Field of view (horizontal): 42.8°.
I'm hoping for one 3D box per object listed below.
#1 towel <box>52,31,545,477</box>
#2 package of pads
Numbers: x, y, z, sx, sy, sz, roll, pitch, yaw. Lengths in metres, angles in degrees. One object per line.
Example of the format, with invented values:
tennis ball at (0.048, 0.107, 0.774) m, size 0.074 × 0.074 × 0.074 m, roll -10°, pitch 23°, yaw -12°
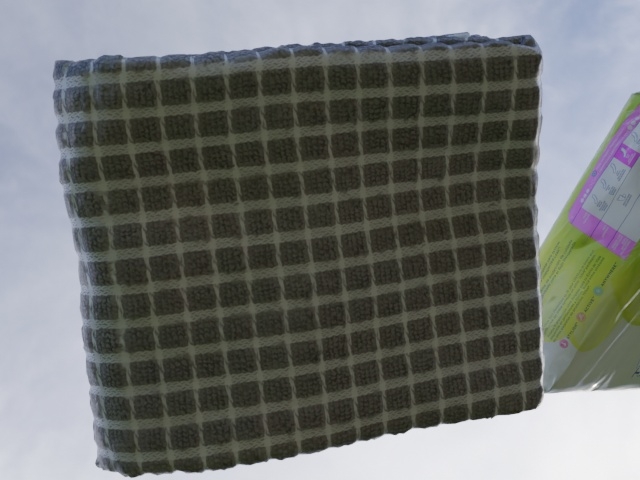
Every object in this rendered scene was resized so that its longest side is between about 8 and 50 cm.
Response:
towel at (0.000, 0.000, 0.480) m, size 0.283 × 0.121 × 0.235 m, roll -7°, pitch -84°, yaw -10°
package of pads at (0.320, 0.016, 0.796) m, size 0.229 × 0.101 × 0.297 m, roll 7°, pitch -63°, yaw -39°
